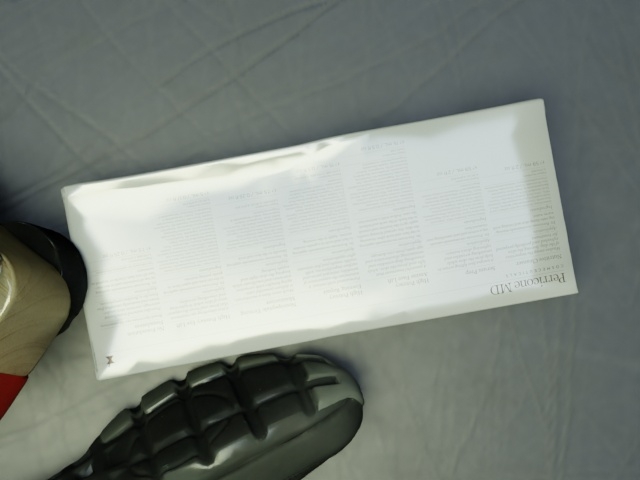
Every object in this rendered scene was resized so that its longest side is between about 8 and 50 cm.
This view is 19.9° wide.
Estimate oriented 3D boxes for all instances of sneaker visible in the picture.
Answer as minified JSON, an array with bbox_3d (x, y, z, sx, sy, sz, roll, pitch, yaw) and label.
[{"bbox_3d":[-0.090,0.150,0.906,0.267,0.101,0.106,-29,112,0],"label":"sneaker"}]

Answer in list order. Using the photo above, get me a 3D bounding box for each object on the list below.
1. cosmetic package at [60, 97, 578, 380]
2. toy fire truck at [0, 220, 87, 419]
[{"bbox_3d":[0.000,0.000,0.906,0.239,0.060,0.099,-10,88,1],"label":"cosmetic package"},{"bbox_3d":[-0.256,0.058,0.875,0.217,0.158,0.246,35,93,19],"label":"toy fire truck"}]
